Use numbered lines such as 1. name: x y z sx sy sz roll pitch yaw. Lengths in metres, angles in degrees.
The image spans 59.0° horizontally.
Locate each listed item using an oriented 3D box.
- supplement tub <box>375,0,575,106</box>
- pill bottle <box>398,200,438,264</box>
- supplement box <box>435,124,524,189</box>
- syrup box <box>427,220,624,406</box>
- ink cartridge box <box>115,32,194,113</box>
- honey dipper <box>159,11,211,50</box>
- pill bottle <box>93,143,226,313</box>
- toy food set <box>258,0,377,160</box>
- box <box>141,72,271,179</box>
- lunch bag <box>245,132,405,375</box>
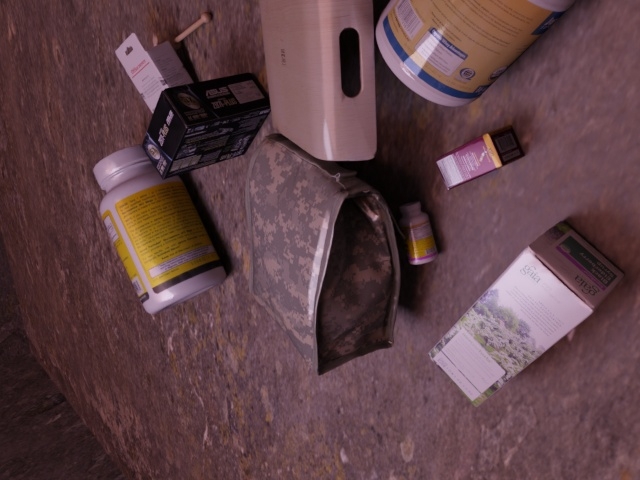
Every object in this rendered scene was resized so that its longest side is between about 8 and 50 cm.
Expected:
1. supplement tub: 0.163 -0.248 0.564 0.144 0.144 0.200 57 140 11
2. pill bottle: 0.135 -0.011 0.794 0.043 0.043 0.083 -5 104 49
3. supplement box: 0.190 -0.099 0.680 0.083 0.054 0.043 -24 90 52
4. syrup box: 0.240 0.095 0.689 0.093 0.096 0.237 47 137 19
5. ink cartridge box: -0.308 -0.311 1.097 0.104 0.060 0.180 -10 115 50
6. honey dipper: -0.250 -0.385 1.053 0.160 0.030 0.031 -8 103 47
7. pill bottle: -0.353 -0.028 1.221 0.187 0.187 0.334 -28 87 51
8. toy food set: -0.006 -0.245 0.746 0.306 0.092 0.220 -132 34 -62
9. box: -0.192 -0.196 0.961 0.078 0.180 0.147 55 141 10
10. lunch bag: 0.000 0.000 0.829 0.235 0.168 0.287 40 138 48
